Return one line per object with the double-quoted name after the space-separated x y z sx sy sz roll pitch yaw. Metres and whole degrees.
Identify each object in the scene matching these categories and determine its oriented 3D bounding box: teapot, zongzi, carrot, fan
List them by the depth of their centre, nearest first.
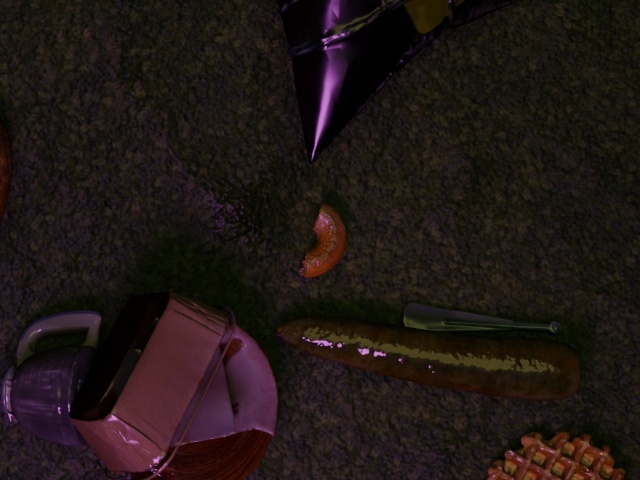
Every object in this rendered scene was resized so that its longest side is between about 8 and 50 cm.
-0.299 0.152 1.830 0.108 0.111 0.149 0 89 13 "teapot"
0.019 -0.296 1.894 0.383 0.319 0.362 43 73 -18 "zongzi"
0.126 0.133 1.910 0.358 0.074 0.074 8 80 -6 "carrot"
0.191 0.097 1.953 0.193 0.016 0.038 4 78 -7 "fan"

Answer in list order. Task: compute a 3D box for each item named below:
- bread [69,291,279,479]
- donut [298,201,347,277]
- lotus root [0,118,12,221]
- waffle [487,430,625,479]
-0.148 0.175 1.805 0.212 0.142 0.224 40 63 -28 "bread"
0.000 0.000 1.931 0.083 0.038 0.067 -39 91 -14 "donut"
-0.398 -0.079 1.862 0.108 0.094 0.191 30 69 -37 "lotus root"
0.273 0.310 1.919 0.191 0.038 0.191 1 81 -7 "waffle"
